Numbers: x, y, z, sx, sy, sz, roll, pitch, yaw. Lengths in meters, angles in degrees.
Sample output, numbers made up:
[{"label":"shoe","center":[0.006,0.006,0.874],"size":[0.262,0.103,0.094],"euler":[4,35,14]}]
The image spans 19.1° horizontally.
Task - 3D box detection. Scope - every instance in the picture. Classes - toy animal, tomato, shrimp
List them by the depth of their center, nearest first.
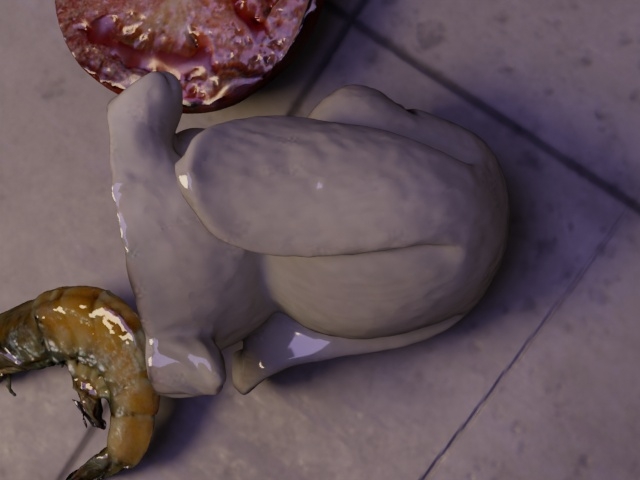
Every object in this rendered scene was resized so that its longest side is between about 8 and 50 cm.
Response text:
[{"label":"toy animal","center":[0.000,0.000,1.309],"size":[0.265,0.272,0.206],"euler":[-7,55,-1]},{"label":"tomato","center":[-0.086,-0.199,1.417],"size":[0.225,0.085,0.225],"euler":[-4,80,21]},{"label":"shrimp","center":[-0.201,0.115,1.438],"size":[0.217,0.051,0.150],"euler":[-17,95,38]}]
